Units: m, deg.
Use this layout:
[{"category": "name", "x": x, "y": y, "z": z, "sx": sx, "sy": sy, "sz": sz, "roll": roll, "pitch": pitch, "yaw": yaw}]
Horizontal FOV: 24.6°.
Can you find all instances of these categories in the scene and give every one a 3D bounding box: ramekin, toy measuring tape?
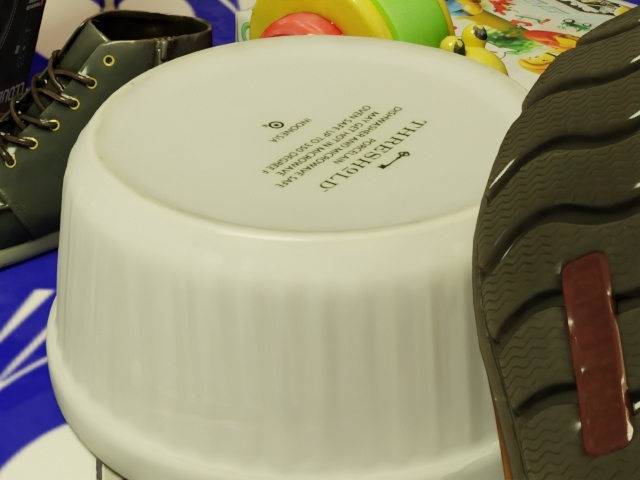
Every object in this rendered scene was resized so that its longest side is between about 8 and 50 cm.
[{"category": "ramekin", "x": 0.000, "y": 0.000, "z": 0.696, "sx": 0.273, "sy": 0.127, "sz": 0.273, "roll": -1, "pitch": 30, "yaw": 0}, {"category": "toy measuring tape", "x": -0.029, "y": -0.125, "z": 0.883, "sx": 0.330, "sy": 0.121, "sz": 0.121, "roll": 14, "pitch": 32, "yaw": 39}]

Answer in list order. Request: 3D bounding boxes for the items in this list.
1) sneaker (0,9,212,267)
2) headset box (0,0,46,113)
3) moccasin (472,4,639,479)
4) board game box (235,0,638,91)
[{"category": "sneaker", "x": -0.161, "y": -0.059, "z": 0.809, "sx": 0.222, "sy": 0.118, "sz": 0.083, "roll": -14, "pitch": 33, "yaw": -22}, {"category": "headset box", "x": -0.237, "y": -0.176, "z": 0.839, "sx": 0.110, "sy": 0.293, "sz": 0.218, "roll": 20, "pitch": 20, "yaw": 8}, {"category": "moccasin", "x": 0.145, "y": 0.060, "z": 0.519, "sx": 0.139, "sy": 0.147, "sz": 0.380, "roll": -28, "pitch": 42, "yaw": 24}, {"category": "board game box", "x": 0.117, "y": -0.117, "z": 0.967, "sx": 0.305, "sy": 0.053, "sz": 0.193, "roll": 25, "pitch": 40, "yaw": 36}]
